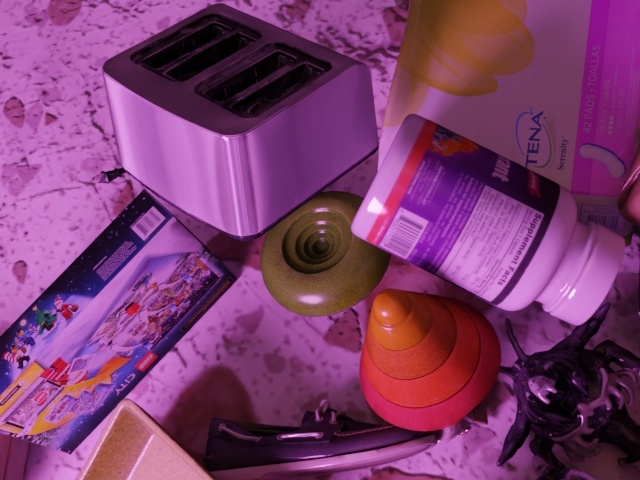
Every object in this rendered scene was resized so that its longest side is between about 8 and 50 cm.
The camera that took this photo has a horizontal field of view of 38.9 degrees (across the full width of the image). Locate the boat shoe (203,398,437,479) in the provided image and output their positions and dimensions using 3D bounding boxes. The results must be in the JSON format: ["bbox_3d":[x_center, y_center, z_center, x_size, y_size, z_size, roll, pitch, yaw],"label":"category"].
[{"bbox_3d":[-0.005,0.167,0.774,0.206,0.075,0.065,-13,70,15],"label":"boat shoe"}]

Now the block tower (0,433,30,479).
[{"bbox_3d":[-0.438,0.220,0.860,0.335,0.091,0.097,-1,68,15],"label":"block tower"}]

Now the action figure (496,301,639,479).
[{"bbox_3d":[0.236,0.150,0.681,0.276,0.141,0.164,33,90,22],"label":"action figure"}]

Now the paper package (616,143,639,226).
[{"bbox_3d":[0.436,-0.098,0.664,0.325,0.168,0.309,25,75,5],"label":"paper package"}]

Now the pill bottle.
[{"bbox_3d":[0.131,-0.011,0.709,0.193,0.108,0.108,27,77,1],"label":"pill bottle"}]

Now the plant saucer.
[{"bbox_3d":[-0.132,0.258,0.761,0.188,0.045,0.188,37,105,24],"label":"plant saucer"}]

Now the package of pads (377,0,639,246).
[{"bbox_3d":[0.181,-0.152,0.833,0.229,0.101,0.296,5,70,16],"label":"package of pads"}]

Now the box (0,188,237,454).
[{"bbox_3d":[-0.193,0.080,0.810,0.044,0.159,0.233,41,83,25],"label":"box"}]

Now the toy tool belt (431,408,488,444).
[{"bbox_3d":[0.105,0.129,0.778,0.051,0.052,0.083,-17,65,-25],"label":"toy tool belt"}]

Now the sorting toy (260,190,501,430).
[{"bbox_3d":[0.000,0.000,0.777,0.127,0.126,0.365,-41,54,-4],"label":"sorting toy"}]

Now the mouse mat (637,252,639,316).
[{"bbox_3d":[0.333,-0.006,0.748,0.153,0.007,0.189,14,72,-11],"label":"mouse mat"}]

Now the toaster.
[{"bbox_3d":[-0.071,-0.098,0.731,0.168,0.110,0.186,30,52,32],"label":"toaster"}]
